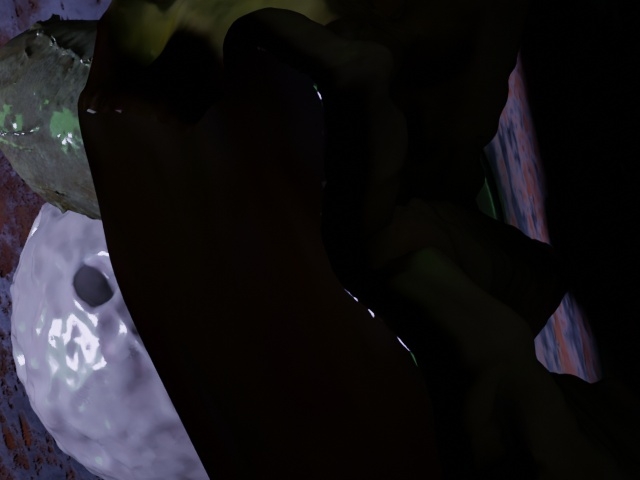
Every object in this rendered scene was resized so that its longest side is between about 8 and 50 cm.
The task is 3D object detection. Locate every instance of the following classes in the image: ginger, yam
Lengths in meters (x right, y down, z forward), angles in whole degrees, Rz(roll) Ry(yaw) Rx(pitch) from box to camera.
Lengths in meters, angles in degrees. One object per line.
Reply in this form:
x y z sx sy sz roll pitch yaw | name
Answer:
0.058 0.012 0.766 0.413 0.211 0.358 66 160 0 | ginger
-0.098 -0.085 1.251 0.304 0.168 0.168 6 116 44 | yam

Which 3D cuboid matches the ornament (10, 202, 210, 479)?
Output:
-0.099 0.072 1.483 0.337 0.337 0.337 165 90 -84 | ornament

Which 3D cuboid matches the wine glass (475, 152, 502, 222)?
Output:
0.000 0.000 1.019 0.093 0.202 0.093 166 90 -83 | wine glass
